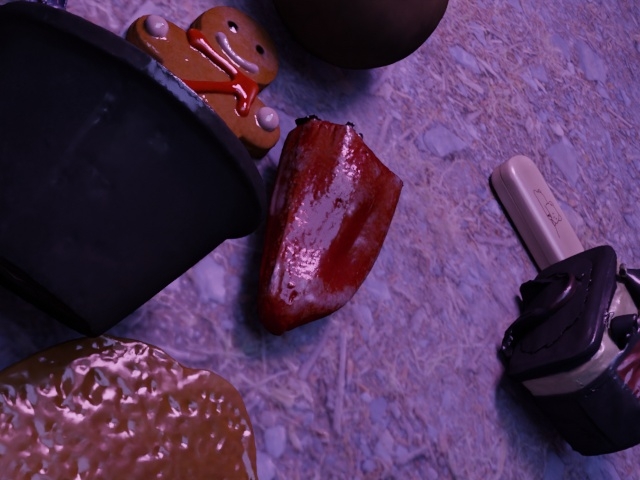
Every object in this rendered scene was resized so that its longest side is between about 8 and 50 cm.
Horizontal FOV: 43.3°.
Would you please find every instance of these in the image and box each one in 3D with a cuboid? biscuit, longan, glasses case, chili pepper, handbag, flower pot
[{"bbox_3d":[-0.131,-0.164,0.883,0.205,0.049,0.324,44,42,-12],"label":"biscuit"},{"bbox_3d":[0.045,-0.335,1.019,0.246,0.215,0.246,40,42,-51],"label":"longan"},{"bbox_3d":[0.329,-0.035,1.216,0.083,0.050,0.196,-25,84,-45],"label":"glasses case"},{"bbox_3d":[-0.158,0.244,0.600,0.312,0.057,0.351,-6,68,-44],"label":"biscuit"},{"bbox_3d":[0.000,0.000,0.871,0.144,0.136,0.253,75,29,-56],"label":"chili pepper"},{"bbox_3d":[0.356,0.130,1.049,0.181,0.181,0.254,48,40,-12],"label":"handbag"},{"bbox_3d":[-0.191,-0.032,0.629,0.269,0.269,0.166,38,66,-19],"label":"flower pot"}]

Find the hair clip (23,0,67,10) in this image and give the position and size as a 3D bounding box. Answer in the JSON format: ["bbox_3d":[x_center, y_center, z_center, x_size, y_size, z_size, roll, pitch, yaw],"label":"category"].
[{"bbox_3d":[-0.268,-0.351,0.838,0.137,0.090,0.279,14,57,-47],"label":"hair clip"}]
